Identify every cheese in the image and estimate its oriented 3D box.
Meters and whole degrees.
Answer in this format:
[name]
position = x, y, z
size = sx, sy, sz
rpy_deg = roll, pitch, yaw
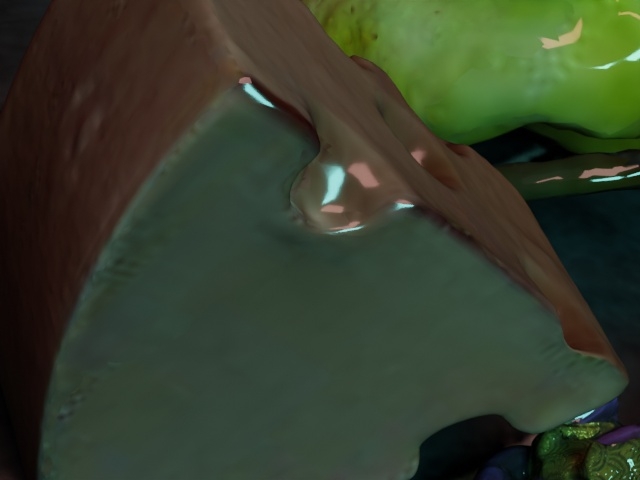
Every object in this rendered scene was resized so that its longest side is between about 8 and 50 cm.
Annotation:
[cheese]
position = -0.020, -0.010, 0.577
size = 0.203, 0.177, 0.128
rpy_deg = -18, 45, -4

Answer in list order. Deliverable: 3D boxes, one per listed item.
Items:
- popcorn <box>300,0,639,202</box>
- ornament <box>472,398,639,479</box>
[popcorn]
position = 0.135, -0.159, 0.786
size = 0.349, 0.349, 0.381
rpy_deg = 27, 77, 14
[ornament]
position = 0.102, 0.092, 0.634
size = 0.203, 0.088, 0.081
rpy_deg = -31, 80, -29
